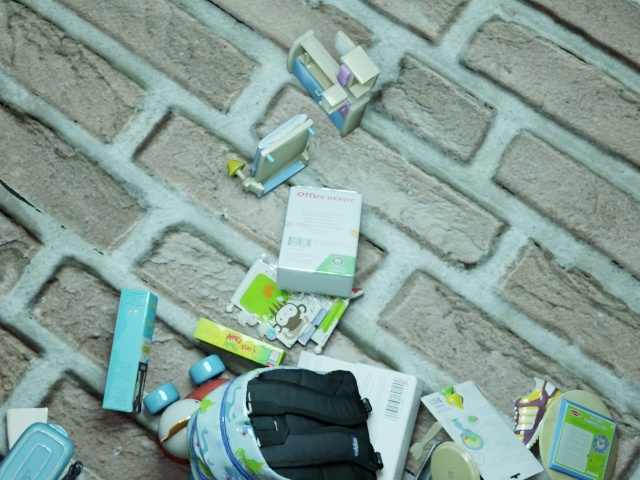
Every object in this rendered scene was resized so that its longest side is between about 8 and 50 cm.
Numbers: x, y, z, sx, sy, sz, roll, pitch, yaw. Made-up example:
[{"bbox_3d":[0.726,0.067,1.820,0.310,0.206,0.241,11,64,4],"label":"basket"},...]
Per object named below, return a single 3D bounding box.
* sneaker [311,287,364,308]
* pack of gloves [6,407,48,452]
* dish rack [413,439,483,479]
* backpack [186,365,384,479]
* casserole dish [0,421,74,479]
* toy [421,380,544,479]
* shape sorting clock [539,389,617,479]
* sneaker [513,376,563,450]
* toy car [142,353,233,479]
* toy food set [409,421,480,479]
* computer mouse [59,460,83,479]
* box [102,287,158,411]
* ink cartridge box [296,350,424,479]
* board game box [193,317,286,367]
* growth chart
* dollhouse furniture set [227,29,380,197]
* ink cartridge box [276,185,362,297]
[{"bbox_3d":[0.028,0.103,1.939,0.119,0.042,0.067,-18,82,0],"label":"sneaker"},{"bbox_3d":[-0.661,0.462,1.895,0.195,0.046,0.232,1,79,-13],"label":"pack of gloves"},{"bbox_3d":[0.306,0.546,1.833,0.272,0.074,0.208,29,82,5],"label":"dish rack"},{"bbox_3d":[-0.071,0.366,1.694,0.274,0.355,0.290,-18,69,18],"label":"backpack"},{"bbox_3d":[-0.583,0.456,1.871,0.114,0.037,0.188,34,75,-3],"label":"casserole dish"},{"bbox_3d":[0.310,0.392,1.827,0.137,0.056,0.237,-12,50,-32],"label":"toy"},{"bbox_3d":[0.510,0.400,1.835,0.206,0.040,0.206,3,85,-28],"label":"shape sorting clock"},{"bbox_3d":[0.413,0.365,1.872,0.084,0.069,0.185,36,78,19],"label":"sneaker"},{"bbox_3d":[-0.232,0.353,1.797,0.210,0.238,0.219,-32,80,-5],"label":"toy car"},{"bbox_3d":[0.259,0.445,1.765,0.039,0.132,0.192,-7,52,-40],"label":"toy food set"},{"bbox_3d":[-0.458,0.544,1.865,0.193,0.042,0.106,39,81,8],"label":"computer mouse"},{"bbox_3d":[-0.387,0.226,1.896,0.060,0.100,0.244,7,80,2],"label":"box"},{"bbox_3d":[0.049,0.393,1.871,0.261,0.066,0.296,11,78,26],"label":"ink cartridge box"},{"bbox_3d":[-0.163,0.215,1.896,0.181,0.092,0.043,21,79,5],"label":"board game box"},{"bbox_3d":[-0.068,0.134,1.923,0.237,0.021,0.171,26,93,13],"label":"growth chart"},{"bbox_3d":[-0.077,-0.275,1.892,0.303,0.286,0.198,-37,80,-17],"label":"dollhouse furniture set"},{"bbox_3d":[0.000,0.000,1.898,0.154,0.093,0.212,6,56,2],"label":"ink cartridge box"}]
